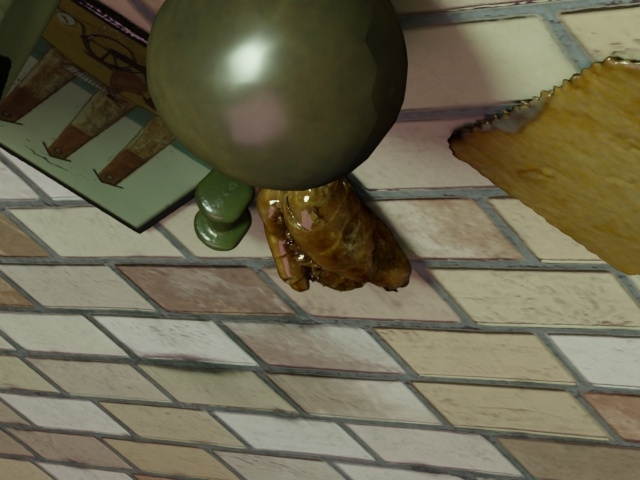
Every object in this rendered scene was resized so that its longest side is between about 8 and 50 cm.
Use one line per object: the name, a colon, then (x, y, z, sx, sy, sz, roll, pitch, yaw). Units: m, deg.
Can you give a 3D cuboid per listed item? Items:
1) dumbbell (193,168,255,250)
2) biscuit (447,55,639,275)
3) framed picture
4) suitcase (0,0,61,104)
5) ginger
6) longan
dumbbell: (-0.082, -0.027, 1.553, 0.046, 0.052, 0.118, 39, 166, 6)
biscuit: (0.234, -0.037, 1.316, 0.237, 0.013, 0.232, 34, 153, -18)
framed picture: (-0.195, -0.110, 1.561, 0.244, 0.013, 0.324, 33, 153, -15)
suitcase: (-0.364, -0.145, 1.260, 0.351, 0.339, 0.194, 6, 149, 33)
ginger: (0.000, 0.000, 1.526, 0.103, 0.073, 0.162, 2, 148, 40)
longan: (-0.029, -0.118, 1.232, 0.189, 0.189, 0.189, 20, 154, 10)
